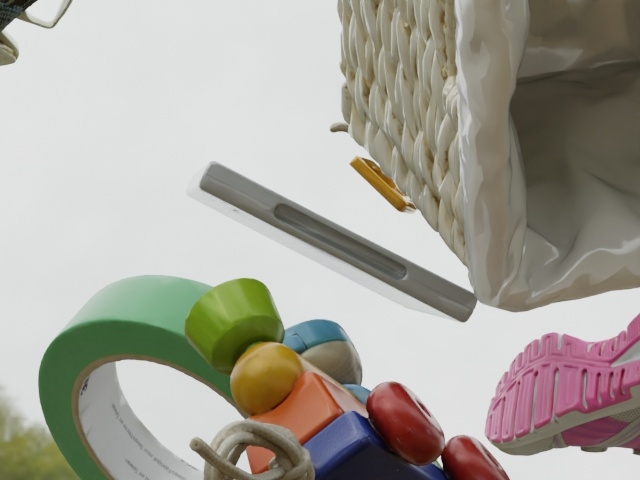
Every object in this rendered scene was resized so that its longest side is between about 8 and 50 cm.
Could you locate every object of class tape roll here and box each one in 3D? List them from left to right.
[{"bbox_3d":[-0.126,0.183,1.573,0.321,0.077,0.321,17,-48,20],"label":"tape roll"}]

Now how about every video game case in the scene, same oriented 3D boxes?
[{"bbox_3d":[0.000,0.000,1.100,0.193,0.023,0.212,27,-3,-7],"label":"video game case"}]

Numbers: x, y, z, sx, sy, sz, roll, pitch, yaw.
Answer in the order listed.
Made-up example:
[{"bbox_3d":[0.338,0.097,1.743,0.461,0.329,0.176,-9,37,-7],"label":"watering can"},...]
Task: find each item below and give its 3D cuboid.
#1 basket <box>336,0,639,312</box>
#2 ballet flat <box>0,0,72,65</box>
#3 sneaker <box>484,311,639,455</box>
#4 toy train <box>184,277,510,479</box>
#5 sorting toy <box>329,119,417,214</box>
[{"bbox_3d":[0.190,-0.181,0.903,0.331,0.266,0.328,-12,-63,-14],"label":"basket"},{"bbox_3d":[-0.232,-0.166,1.172,0.188,0.070,0.070,-40,-43,16],"label":"ballet flat"},{"bbox_3d":[0.241,0.131,1.276,0.111,0.103,0.252,40,-40,-26],"label":"sneaker"},{"bbox_3d":[-0.020,0.072,0.733,0.105,0.143,0.248,-40,-35,7],"label":"toy train"},{"bbox_3d":[0.103,-0.062,1.522,0.047,0.196,0.348,-48,-1,10],"label":"sorting toy"}]
